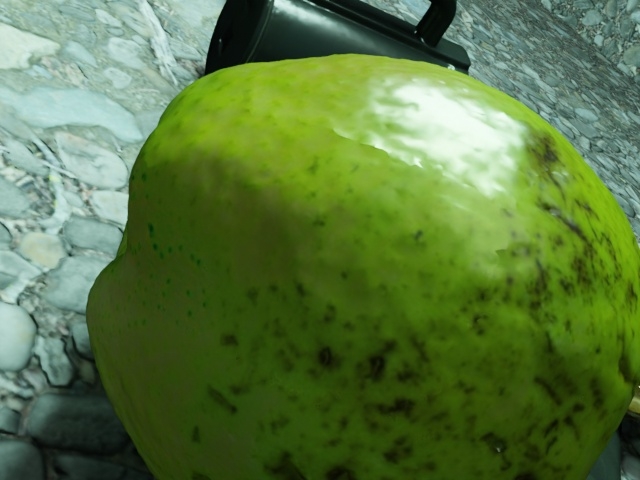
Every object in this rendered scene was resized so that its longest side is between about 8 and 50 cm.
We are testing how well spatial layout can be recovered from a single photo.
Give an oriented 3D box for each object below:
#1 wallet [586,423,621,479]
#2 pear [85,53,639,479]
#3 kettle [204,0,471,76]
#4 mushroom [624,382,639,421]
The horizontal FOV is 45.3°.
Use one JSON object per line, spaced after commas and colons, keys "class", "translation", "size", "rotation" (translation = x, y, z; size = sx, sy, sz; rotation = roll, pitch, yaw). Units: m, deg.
{"class": "wallet", "translation": [0.276, 0.207, 0.885], "size": [0.168, 0.052, 0.245], "rotation": [42, 28, 6]}
{"class": "pear", "translation": [0.016, 0.046, 0.559], "size": [0.391, 0.391, 0.391], "rotation": [25, 34, -18]}
{"class": "kettle", "translation": [0.034, -0.229, 1.003], "size": [0.307, 0.262, 0.203], "rotation": [19, 72, -29]}
{"class": "mushroom", "translation": [0.469, 0.168, 0.983], "size": [0.278, 0.163, 0.297], "rotation": [8, 43, -54]}
